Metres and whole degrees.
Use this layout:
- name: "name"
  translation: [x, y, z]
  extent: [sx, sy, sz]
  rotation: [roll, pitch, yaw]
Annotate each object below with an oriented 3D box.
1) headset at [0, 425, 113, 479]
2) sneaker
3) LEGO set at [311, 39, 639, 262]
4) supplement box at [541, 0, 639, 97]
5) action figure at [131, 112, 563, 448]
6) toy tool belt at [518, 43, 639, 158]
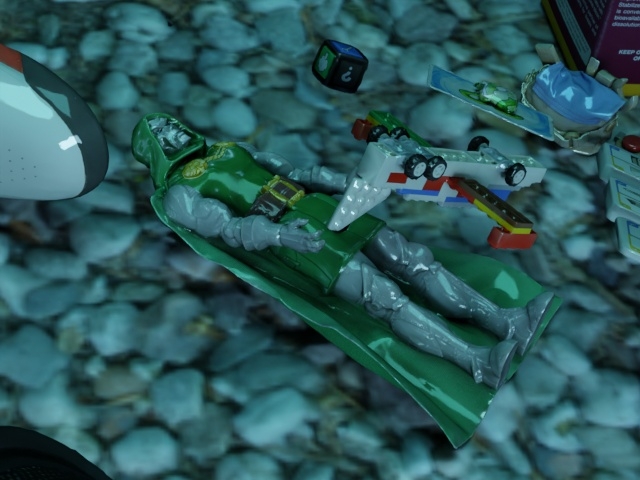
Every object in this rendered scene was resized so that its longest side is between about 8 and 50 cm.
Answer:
- name: "headset"
  translation: [-0.117, 0.153, 0.538]
  extent: [0.394, 0.243, 0.185]
  rotation: [14, 37, -25]
- name: "sneaker"
  translation: [-0.251, -0.050, 0.815]
  extent: [0.270, 0.090, 0.145]
  rotation: [23, 46, 17]
- name: "LEGO set"
  translation: [0.101, -0.027, 0.851]
  extent: [0.244, 0.060, 0.182]
  rotation: [24, 21, -3]
- name: "supplement box"
  translation: [0.200, -0.189, 0.972]
  extent: [0.080, 0.188, 0.104]
  rotation: [-1, 45, -13]
- name: "action figure"
  translation: [0.000, 0.000, 0.828]
  extent: [0.232, 0.063, 0.137]
  rotation: [28, 35, 14]
- name: "toy tool belt"
  translation: [0.155, -0.078, 0.947]
  extent: [0.083, 0.051, 0.052]
  rotation: [31, 47, 19]
